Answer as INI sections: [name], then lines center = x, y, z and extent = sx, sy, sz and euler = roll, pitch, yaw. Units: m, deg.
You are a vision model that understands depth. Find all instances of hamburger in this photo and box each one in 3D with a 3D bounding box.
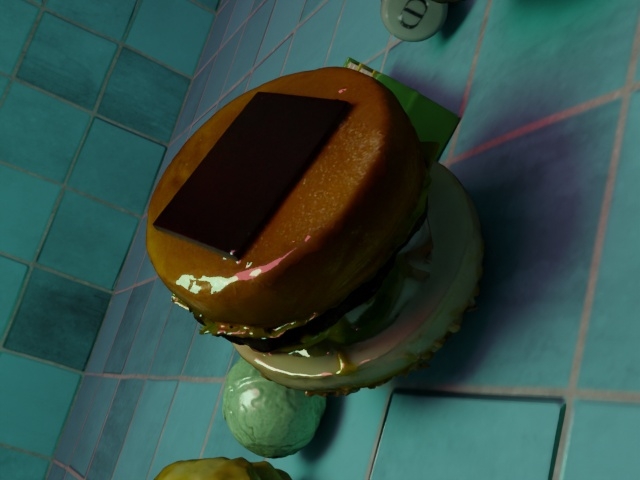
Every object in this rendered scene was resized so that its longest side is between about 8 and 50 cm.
[hamburger]
center = 0.000, 0.000, 0.730
extent = 0.291, 0.225, 0.291
euler = -20, 44, 21

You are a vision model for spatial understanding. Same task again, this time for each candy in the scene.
[candy]
center = -0.041, 0.069, 1.001
extent = 0.119, 0.119, 0.440
euler = -50, 23, 38

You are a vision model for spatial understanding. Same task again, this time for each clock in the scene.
[clock]
center = 0.036, -0.102, 0.993
extent = 0.220, 0.106, 0.255
euler = -61, 17, 12

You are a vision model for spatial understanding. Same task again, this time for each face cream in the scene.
[face cream]
center = 0.127, -0.364, 1.064
extent = 0.143, 0.089, 0.314
euler = -52, 18, 36

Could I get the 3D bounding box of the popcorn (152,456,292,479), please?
[popcorn]
center = -0.122, 0.337, 0.805
extent = 0.253, 0.190, 0.191
euler = -29, 35, -9

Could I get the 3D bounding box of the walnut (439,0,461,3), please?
[walnut]
center = 0.167, -0.340, 0.733
extent = 0.273, 0.273, 0.227
euler = -161, 62, -69
